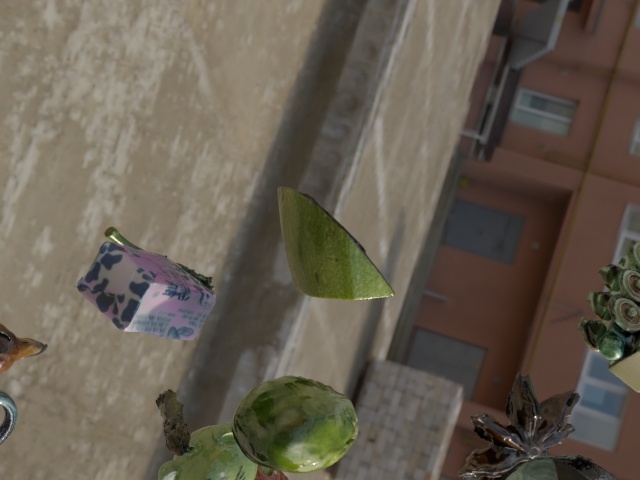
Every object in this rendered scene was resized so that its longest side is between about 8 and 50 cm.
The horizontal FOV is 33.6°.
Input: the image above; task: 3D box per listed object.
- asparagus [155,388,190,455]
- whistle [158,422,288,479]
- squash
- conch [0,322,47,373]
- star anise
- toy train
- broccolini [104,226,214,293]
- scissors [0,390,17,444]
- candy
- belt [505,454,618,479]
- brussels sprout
[{"bbox_3d":[-0.187,0.233,1.346,0.030,0.036,0.165,63,-4,-21],"label":"asparagus"},{"bbox_3d":[-0.115,0.346,1.498,0.131,0.106,0.288,-36,134,5],"label":"whistle"},{"bbox_3d":[-0.015,0.019,1.399,0.085,0.184,0.192,-45,-160,-12],"label":"squash"},{"bbox_3d":[-0.476,0.163,1.541,0.232,0.086,0.080,72,16,-70],"label":"conch"},{"bbox_3d":[0.340,0.350,1.787,0.088,0.288,0.288,34,-66,55],"label":"star anise"},{"bbox_3d":[0.395,0.089,1.297,0.081,0.125,0.194,-44,-171,47],"label":"toy train"},{"bbox_3d":[-0.270,0.037,1.787,0.054,0.239,0.051,-37,-139,19],"label":"broccolini"},{"bbox_3d":[-0.482,0.325,1.234,0.029,0.256,0.383,57,-33,41],"label":"scissors"},{"bbox_3d":[-0.196,0.058,1.211,0.073,0.092,0.160,-56,157,4],"label":"candy"},{"bbox_3d":[0.216,0.243,0.894,0.058,0.140,0.105,10,121,-42],"label":"belt"},{"bbox_3d":[-0.031,0.222,1.283,0.155,0.155,0.117,-3,82,-79],"label":"brussels sprout"}]
